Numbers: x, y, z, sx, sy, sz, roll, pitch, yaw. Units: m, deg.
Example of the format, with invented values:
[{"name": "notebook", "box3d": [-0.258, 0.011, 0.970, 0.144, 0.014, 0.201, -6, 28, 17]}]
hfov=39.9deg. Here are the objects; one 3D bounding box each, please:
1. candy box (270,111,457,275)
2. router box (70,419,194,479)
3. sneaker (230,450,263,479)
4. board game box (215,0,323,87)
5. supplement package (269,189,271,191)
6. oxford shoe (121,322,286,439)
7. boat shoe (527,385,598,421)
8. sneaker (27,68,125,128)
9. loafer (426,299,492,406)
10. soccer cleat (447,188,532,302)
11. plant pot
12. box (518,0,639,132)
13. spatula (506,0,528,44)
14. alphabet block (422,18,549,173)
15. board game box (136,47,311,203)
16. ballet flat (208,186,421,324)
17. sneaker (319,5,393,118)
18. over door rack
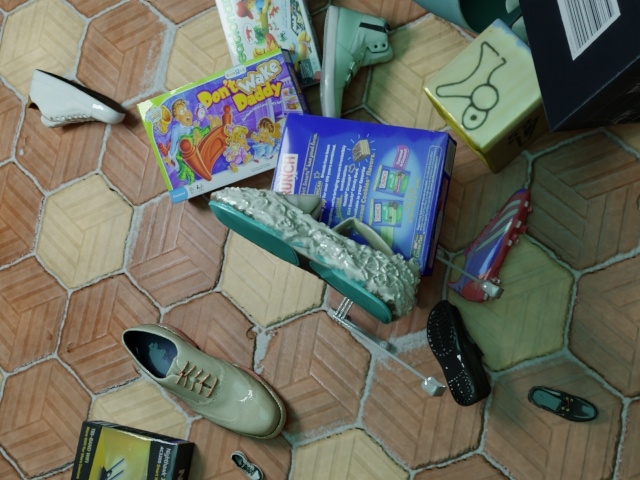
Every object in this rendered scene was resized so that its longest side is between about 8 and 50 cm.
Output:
[{"name": "candy box", "box3d": [0.073, -0.087, 1.662, 0.317, 0.122, 0.268, 11, 87, 16]}, {"name": "router box", "box3d": [-0.422, 0.563, 1.898, 0.243, 0.081, 0.308, 7, 83, 20]}, {"name": "sneaker", "box3d": [-0.157, 0.476, 1.846, 0.083, 0.037, 0.032, 37, 92, 19]}, {"name": "board game box", "box3d": [-0.115, -0.473, 1.939, 0.193, 0.053, 0.305, -14, 96, 16]}, {"name": "supplement package", "box3d": [0.007, -0.050, 1.822, 0.203, 0.149, 0.194, 35, 92, 21]}, {"name": "oxford shoe", "box3d": [-0.257, 0.300, 1.852, 0.397, 0.146, 0.140, 25, 89, 21]}, {"name": "boat shoe", "box3d": [0.457, 0.310, 1.665, 0.133, 0.042, 0.048, 17, 84, 19]}, {"name": "sneaker", "box3d": [-0.585, -0.309, 2.104, 0.290, 0.106, 0.123, 25, 99, 29]}, {"name": "loafer", "box3d": [0.274, 0.222, 1.733, 0.080, 0.078, 0.219, -39, 55, 42]}, {"name": "soccer cleat", "box3d": [0.337, 0.004, 1.741, 0.095, 0.083, 0.247, 24, 92, 25]}, {"name": "plant pot", "box3d": [0.274, -0.581, 1.762, 0.235, 0.293, 0.293, 29, 91, 37]}, {"name": "box", "box3d": [0.643, -0.404, 1.409, 0.472, 0.480, 0.297, -9, 78, -11]}, {"name": "spatula", "box3d": [0.437, -0.504, 1.734, 0.242, 0.019, 0.168, -37, 104, -26]}, {"name": "alphabet block", "box3d": [0.345, -0.277, 1.724, 0.197, 0.193, 0.192, -41, 69, 8]}, {"name": "board game box", "box3d": [-0.196, -0.246, 1.921, 0.347, 0.078, 0.233, -19, 95, 14]}, {"name": "ballet flat", "box3d": [0.000, 0.000, 1.564, 0.409, 0.147, 0.147, 32, 92, 12]}, {"name": "sneaker", "box3d": [0.080, -0.365, 1.871, 0.151, 0.094, 0.255, 6, 86, -8]}, {"name": "over door rack", "box3d": [0.188, 0.130, 1.729, 0.324, 0.108, 0.239, 34, 98, 41]}]
